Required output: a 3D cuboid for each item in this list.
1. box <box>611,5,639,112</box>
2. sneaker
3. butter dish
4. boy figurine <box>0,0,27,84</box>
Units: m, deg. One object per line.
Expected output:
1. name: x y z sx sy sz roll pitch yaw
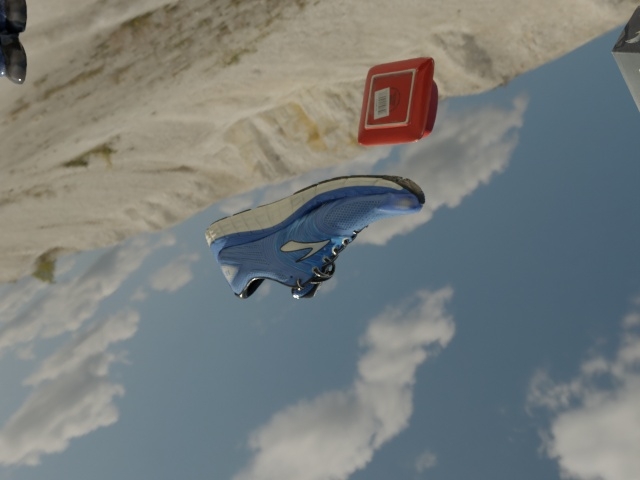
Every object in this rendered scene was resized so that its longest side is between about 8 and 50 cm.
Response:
1. box: 0.383 -0.105 0.649 0.183 0.232 0.059 20 -108 48
2. sneaker: 0.000 0.000 1.055 0.330 0.147 0.130 -20 176 24
3. butter dish: 0.164 -0.246 1.387 0.160 0.118 0.160 3 -98 43
4. boy figurine: -0.432 -0.195 0.705 0.285 0.177 0.092 -9 -151 -33
